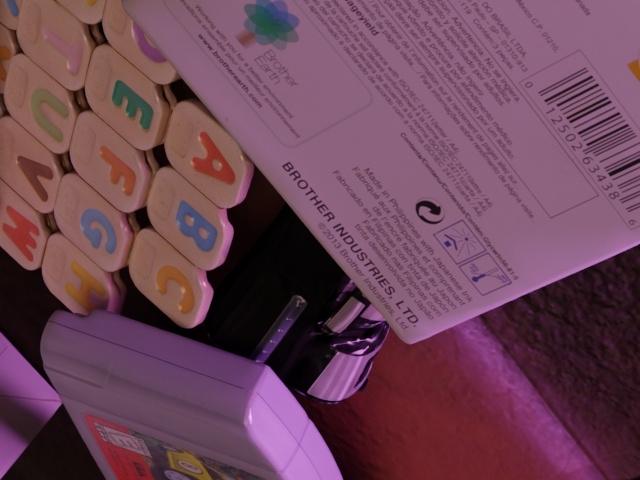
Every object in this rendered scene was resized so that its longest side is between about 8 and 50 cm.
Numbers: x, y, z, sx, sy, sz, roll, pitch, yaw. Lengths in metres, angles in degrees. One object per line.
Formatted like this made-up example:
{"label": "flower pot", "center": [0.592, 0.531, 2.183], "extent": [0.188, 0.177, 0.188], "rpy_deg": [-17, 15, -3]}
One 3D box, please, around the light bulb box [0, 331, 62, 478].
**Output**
{"label": "light bulb box", "center": [-0.456, 0.214, 1.495], "extent": [0.361, 0.358, 0.225], "rpy_deg": [-32, 104, 37]}

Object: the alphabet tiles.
{"label": "alphabet tiles", "center": [-0.164, -0.075, 1.304], "extent": [0.278, 0.021, 0.284], "rpy_deg": [40, 134, 22]}

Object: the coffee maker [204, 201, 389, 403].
{"label": "coffee maker", "center": [0.000, 0.000, 1.294], "extent": [0.171, 0.120, 0.178], "rpy_deg": [52, 132, 16]}

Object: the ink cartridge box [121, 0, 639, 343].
{"label": "ink cartridge box", "center": [0.131, -0.138, 1.000], "extent": [0.395, 0.151, 0.270], "rpy_deg": [-26, 110, 41]}

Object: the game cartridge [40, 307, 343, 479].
{"label": "game cartridge", "center": [-0.078, 0.163, 1.401], "extent": [0.196, 0.060, 0.294], "rpy_deg": [13, 150, 21]}
